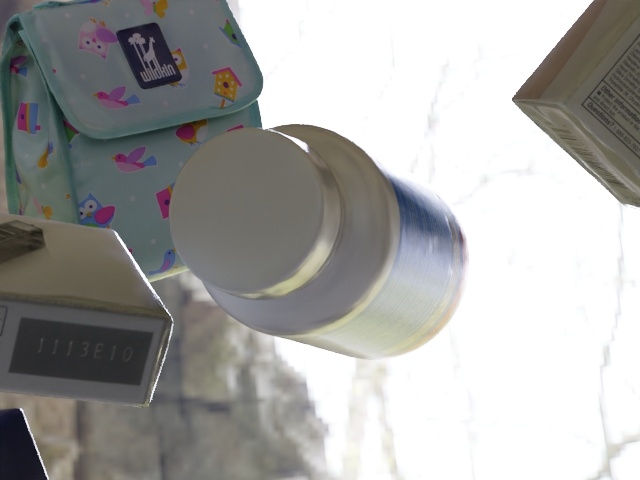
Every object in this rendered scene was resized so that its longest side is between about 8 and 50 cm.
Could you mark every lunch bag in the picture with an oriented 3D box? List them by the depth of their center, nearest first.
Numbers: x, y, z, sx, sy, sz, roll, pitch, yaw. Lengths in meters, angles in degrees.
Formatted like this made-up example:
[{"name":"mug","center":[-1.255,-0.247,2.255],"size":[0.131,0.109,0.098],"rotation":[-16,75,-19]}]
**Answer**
[{"name":"lunch bag","center":[-0.171,-0.102,1.788],"size":[0.223,0.262,0.160],"rotation":[-16,22,-33]}]

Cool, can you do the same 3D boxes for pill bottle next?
[{"name":"pill bottle","center":[0.000,0.000,1.143],"size":[0.124,0.124,0.221],"rotation":[-14,-13,18]}]

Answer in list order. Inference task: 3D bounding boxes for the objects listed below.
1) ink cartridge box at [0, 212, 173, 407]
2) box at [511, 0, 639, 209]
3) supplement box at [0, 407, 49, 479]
[{"name":"ink cartridge box","center":[-0.241,0.001,1.038],"size":[0.275,0.239,0.060],"rotation":[8,-70,-24]},{"name":"box","center":[0.314,-0.182,1.553],"size":[0.148,0.311,0.121],"rotation":[42,-6,-14]},{"name":"supplement box","center":[-0.412,0.279,1.669],"size":[0.357,0.195,0.194],"rotation":[-7,20,30]}]
